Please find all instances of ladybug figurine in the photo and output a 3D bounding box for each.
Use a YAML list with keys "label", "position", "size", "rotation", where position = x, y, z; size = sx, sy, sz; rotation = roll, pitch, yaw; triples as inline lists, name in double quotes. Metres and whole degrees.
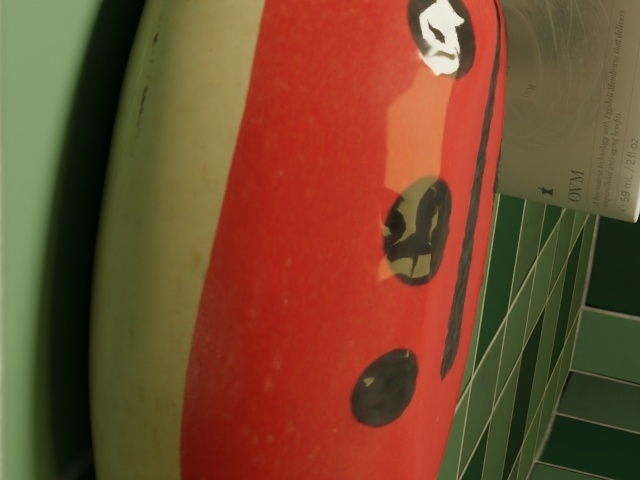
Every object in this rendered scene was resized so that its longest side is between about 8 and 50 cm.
- label: "ladybug figurine"
  position: [0.000, 0.000, 0.729]
  size: [0.305, 0.162, 0.449]
  rotation: [-43, 142, -63]

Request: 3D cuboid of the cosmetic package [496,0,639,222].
- label: "cosmetic package"
  position: [0.168, -0.158, 1.078]
  size: [0.138, 0.225, 0.224]
  rotation: [-58, 155, -44]
